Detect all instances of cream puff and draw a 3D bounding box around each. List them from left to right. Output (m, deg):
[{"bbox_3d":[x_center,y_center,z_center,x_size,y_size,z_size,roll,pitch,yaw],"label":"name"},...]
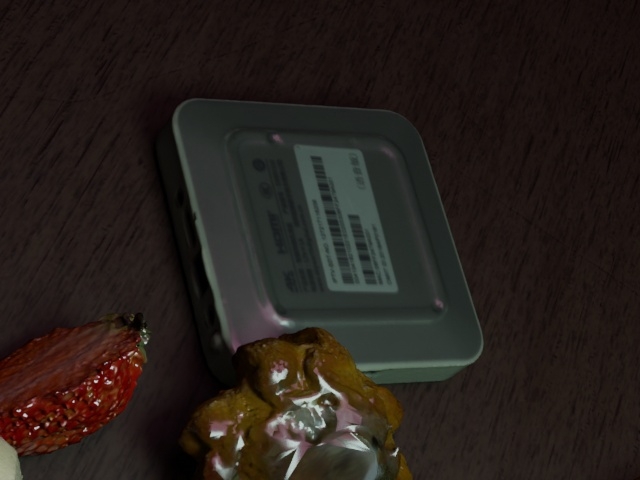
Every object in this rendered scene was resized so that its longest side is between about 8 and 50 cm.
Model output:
[{"bbox_3d":[-0.018,0.221,1.863,0.269,0.155,0.241,29,85,-23],"label":"cream puff"}]

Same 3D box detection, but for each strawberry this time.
[{"bbox_3d":[-0.272,0.168,1.784,0.236,0.175,0.106,-25,110,-7],"label":"strawberry"}]

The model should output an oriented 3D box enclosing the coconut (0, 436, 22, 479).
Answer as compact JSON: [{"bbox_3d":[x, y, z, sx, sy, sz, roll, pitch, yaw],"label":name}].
[{"bbox_3d":[-0.403,0.242,1.596,0.234,0.224,0.224,32,49,-16],"label":"coconut"}]

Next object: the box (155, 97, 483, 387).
[{"bbox_3d":[0.000,0.000,2.083,0.373,0.090,0.367,0,61,-33],"label":"box"}]

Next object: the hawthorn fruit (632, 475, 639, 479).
[{"bbox_3d":[0.424,0.352,2.062,0.157,0.194,0.157,23,41,-21],"label":"hawthorn fruit"}]
